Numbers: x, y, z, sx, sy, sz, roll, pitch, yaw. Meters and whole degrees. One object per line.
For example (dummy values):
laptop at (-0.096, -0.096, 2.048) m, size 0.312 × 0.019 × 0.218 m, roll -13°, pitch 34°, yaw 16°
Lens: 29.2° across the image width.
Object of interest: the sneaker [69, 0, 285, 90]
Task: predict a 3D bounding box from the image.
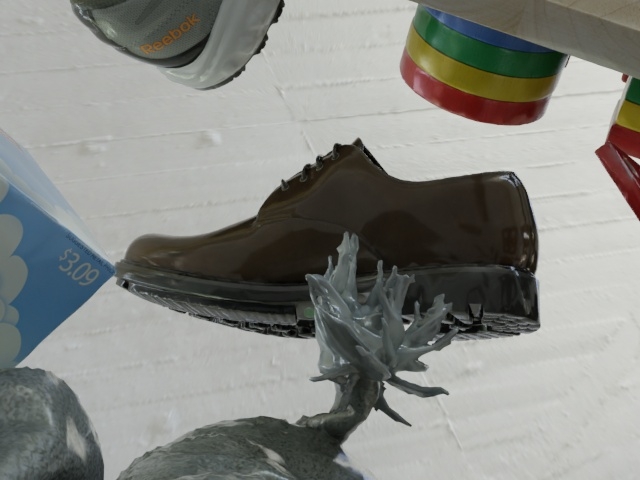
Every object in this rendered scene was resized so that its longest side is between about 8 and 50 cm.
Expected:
sneaker at (-0.051, -0.218, 0.659) m, size 0.108 × 0.100 × 0.271 m, roll 14°, pitch -81°, yaw -43°

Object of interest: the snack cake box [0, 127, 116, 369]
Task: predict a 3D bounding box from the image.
snack cake box at (-0.198, -0.021, 0.357) m, size 0.152 × 0.264 × 0.089 m, roll -42°, pitch -126°, yaw -1°

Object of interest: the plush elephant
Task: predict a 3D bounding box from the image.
plush elephant at (-0.037, 0.166, 0.438) m, size 0.272 × 0.255 × 0.329 m, roll 16°, pitch -83°, yaw 12°

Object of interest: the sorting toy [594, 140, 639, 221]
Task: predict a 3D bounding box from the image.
sorting toy at (0.208, 0.058, 0.496) m, size 0.046 × 0.132 × 0.274 m, roll -37°, pitch -121°, yaw 20°

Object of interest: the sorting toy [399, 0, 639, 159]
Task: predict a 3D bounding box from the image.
sorting toy at (0.168, -0.130, 0.725) m, size 0.256 × 0.257 × 0.089 m, roll 21°, pitch -57°, yaw 8°

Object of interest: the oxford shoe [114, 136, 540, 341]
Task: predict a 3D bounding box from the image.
oxford shoe at (0.000, 0.000, 0.620) m, size 0.227 × 0.083 × 0.096 m, roll -2°, pitch -105°, yaw 21°
